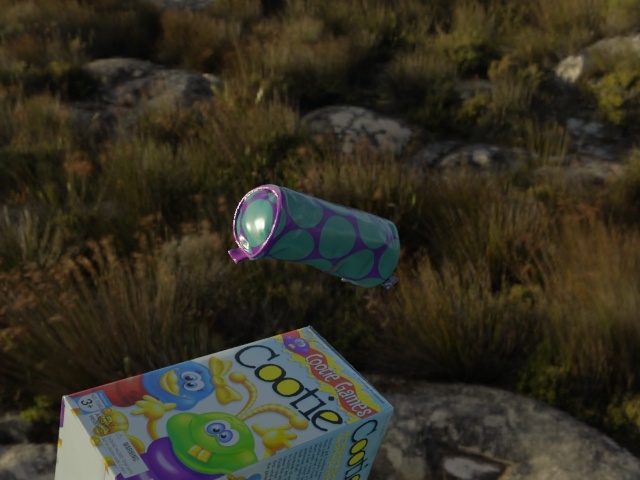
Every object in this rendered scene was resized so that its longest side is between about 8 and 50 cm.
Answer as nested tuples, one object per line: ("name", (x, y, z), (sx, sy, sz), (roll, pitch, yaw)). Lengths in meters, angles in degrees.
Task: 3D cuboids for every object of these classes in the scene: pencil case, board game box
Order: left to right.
("board game box", (-0.090, 0.204, 0.726), (0.275, 0.144, 0.142), (-11, 38, -39))
("pencil case", (0.000, 0.000, 0.642), (0.152, 0.070, 0.064), (17, 25, -41))
